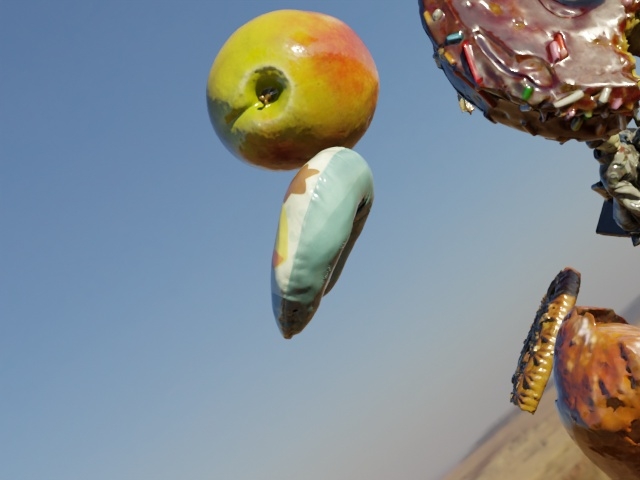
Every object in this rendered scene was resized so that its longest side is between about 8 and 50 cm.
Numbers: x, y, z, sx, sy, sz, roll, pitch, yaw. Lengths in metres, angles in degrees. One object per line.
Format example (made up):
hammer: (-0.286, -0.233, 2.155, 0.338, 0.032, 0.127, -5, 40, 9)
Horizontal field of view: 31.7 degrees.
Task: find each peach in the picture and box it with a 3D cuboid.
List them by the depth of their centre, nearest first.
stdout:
peach: (-0.036, -0.193, 1.483, 0.231, 0.231, 0.231, -38, -12, -10)

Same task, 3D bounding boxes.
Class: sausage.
sausage: (0.250, 0.144, 0.738, 0.102, 0.102, 0.330, -42, -52, 11)

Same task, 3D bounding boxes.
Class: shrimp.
shrimp: (0.146, -0.194, 1.220, 0.023, 0.114, 0.083, -13, -23, 14)

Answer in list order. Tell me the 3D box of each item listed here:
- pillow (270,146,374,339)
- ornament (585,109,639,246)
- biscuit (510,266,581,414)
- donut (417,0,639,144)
pillow: (0.000, 0.000, 1.277, 0.233, 0.086, 0.214, -57, -20, -67)
ornament: (0.375, -0.100, 1.328, 0.196, 0.153, 0.166, 35, -112, -46)
biscuit: (0.207, 0.083, 1.039, 0.206, 0.025, 0.126, -33, -36, -76)
donut: (0.176, -0.171, 0.826, 0.230, 0.216, 0.096, -61, -19, -23)
